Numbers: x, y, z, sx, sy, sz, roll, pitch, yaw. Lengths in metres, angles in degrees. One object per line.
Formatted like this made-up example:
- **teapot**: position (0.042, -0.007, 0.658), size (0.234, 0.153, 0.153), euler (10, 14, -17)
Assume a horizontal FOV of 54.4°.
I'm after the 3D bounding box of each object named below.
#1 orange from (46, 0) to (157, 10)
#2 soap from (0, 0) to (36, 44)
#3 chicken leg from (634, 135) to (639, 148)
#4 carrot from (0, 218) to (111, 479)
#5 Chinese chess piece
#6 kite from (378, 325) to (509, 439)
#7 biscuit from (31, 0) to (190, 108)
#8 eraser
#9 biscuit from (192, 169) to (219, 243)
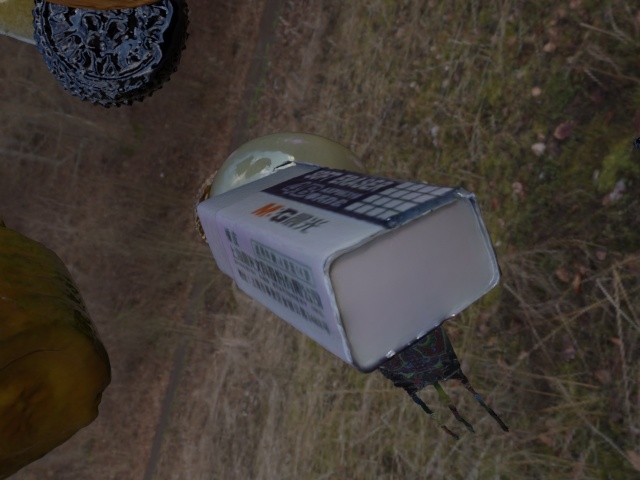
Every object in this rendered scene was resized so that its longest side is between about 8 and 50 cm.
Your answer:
- **orange**: position (-0.155, -0.277, 0.395), size (0.246, 0.246, 0.246), euler (-167, 90, -79)
- **soap**: position (-0.470, -0.377, 0.797), size (0.089, 0.274, 0.174), euler (-115, 42, -60)
- **chicken leg**: position (0.504, -0.083, 0.782), size (0.105, 0.233, 0.063), euler (-85, 17, -51)
- **carrot**: position (-0.431, 0.123, 0.818), size (0.341, 0.241, 0.242), euler (46, 131, 35)
- **Chinese chess piece**: position (-0.037, -0.049, 0.915), size (0.251, 0.250, 0.097), euler (118, 160, -53)
- **kite**: position (0.180, 0.224, 0.959), size (0.152, 0.285, 0.015), euler (-26, 28, 34)
- **biscuit**: position (-0.245, -0.253, 0.730), size (0.053, 0.194, 0.195), euler (-2, -75, -86)
- **eraser**: position (0.000, 0.000, 0.519), size (0.287, 0.130, 0.086), euler (23, 136, 62)
- **biscuit**: position (-0.163, -0.076, 1.389), size (0.035, 0.253, 0.254), euler (-117, 37, -45)
